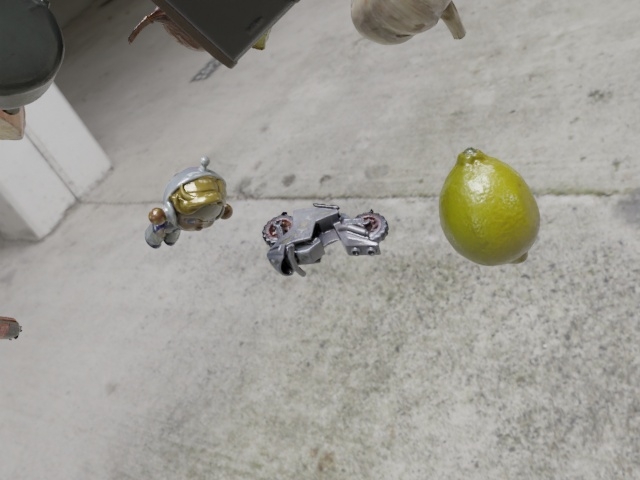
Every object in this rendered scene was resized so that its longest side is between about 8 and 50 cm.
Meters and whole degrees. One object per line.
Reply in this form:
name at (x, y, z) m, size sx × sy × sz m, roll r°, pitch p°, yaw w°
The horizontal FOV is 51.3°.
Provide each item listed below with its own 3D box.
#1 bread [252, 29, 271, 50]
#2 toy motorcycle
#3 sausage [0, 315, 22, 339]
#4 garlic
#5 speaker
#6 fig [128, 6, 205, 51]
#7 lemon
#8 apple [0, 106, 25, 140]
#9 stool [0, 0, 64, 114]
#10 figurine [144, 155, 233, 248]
bread at (-0.165, -0.681, 1.772) m, size 0.077 × 0.138 × 0.362 m, roll 123°, pitch 162°, yaw -64°
toy motorcycle at (0.000, 0.000, 1.080) m, size 0.215 × 0.080 × 0.123 m, roll -1°, pitch 50°, yaw 17°
sausage at (-0.331, 0.083, 0.628) m, size 0.025 × 0.029 × 0.198 m, roll -1°, pitch -6°, yaw 1°
garlic at (0.173, -0.409, 1.107) m, size 0.218 × 0.212 × 0.219 m, roll -45°, pitch 30°, yaw 35°
speaker at (-0.163, -0.392, 0.928) m, size 0.153 × 0.231 × 0.193 m, roll -39°, pitch 39°, yaw 18°
fig at (-0.265, -0.416, 1.206) m, size 0.201 × 0.146 × 0.134 m, roll -22°, pitch -18°, yaw -45°
lemon at (0.311, -0.057, 1.257) m, size 0.184 × 0.249 × 0.184 m, roll -28°, pitch 12°, yaw 6°
apple at (-0.711, -0.295, 1.195) m, size 0.252 × 0.314 × 0.309 m, roll -43°, pitch -8°, yaw -8°
stool at (-0.457, -0.246, 0.894) m, size 0.228 × 0.153 × 0.139 m, roll -28°, pitch 6°, yaw -30°
figurine at (-0.294, -0.069, 1.484) m, size 0.193 × 0.133 × 0.274 m, roll -13°, pitch -14°, yaw -20°
